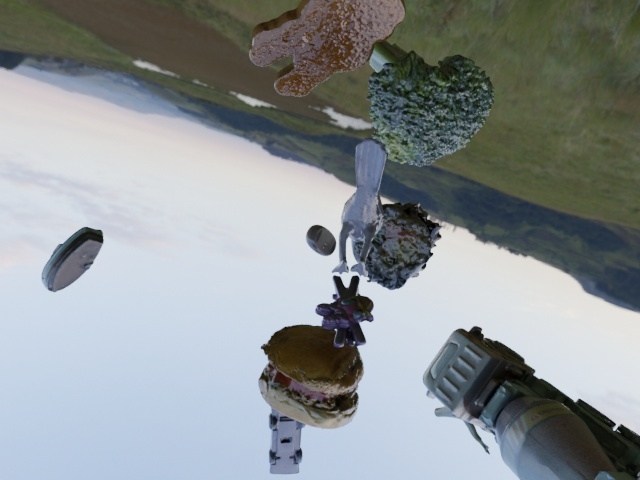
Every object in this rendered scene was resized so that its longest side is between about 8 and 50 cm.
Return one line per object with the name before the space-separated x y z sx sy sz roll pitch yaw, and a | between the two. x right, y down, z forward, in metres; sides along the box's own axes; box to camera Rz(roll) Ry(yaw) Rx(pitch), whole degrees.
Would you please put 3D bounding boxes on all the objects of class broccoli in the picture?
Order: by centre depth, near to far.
broccoli | 0.207 -0.293 1.067 0.302 0.249 0.375 28 -157 29

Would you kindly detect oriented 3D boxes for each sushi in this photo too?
sushi | 0.206 0.001 1.302 0.239 0.224 0.219 -24 180 31

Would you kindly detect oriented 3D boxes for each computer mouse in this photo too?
computer mouse | -0.002 -0.001 1.203 0.039 0.065 0.096 11 158 44

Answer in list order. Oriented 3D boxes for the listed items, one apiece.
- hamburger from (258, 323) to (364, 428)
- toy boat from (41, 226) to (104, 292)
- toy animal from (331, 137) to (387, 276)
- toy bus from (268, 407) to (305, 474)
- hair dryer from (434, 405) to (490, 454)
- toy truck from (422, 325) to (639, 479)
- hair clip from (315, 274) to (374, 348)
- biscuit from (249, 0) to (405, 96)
hamburger | -0.020 0.306 1.091 0.245 0.162 0.244 10 -163 -3
toy boat | -0.422 0.028 0.807 0.066 0.140 0.059 48 -169 36
toy animal | 0.074 -0.034 0.897 0.081 0.205 0.367 13 173 9
toy bus | -0.107 0.570 1.478 0.109 0.329 0.136 1 -151 -7
hair dryer | 0.483 0.634 1.651 0.068 0.199 0.167 -30 -169 -38
toy truck | 0.213 0.188 0.487 0.140 0.108 0.257 29 -173 -37
hair clip | 0.056 0.157 1.136 0.137 0.090 0.278 -2 -165 3
biscuit | 0.014 -0.382 0.896 0.296 0.044 0.186 -19 149 20
